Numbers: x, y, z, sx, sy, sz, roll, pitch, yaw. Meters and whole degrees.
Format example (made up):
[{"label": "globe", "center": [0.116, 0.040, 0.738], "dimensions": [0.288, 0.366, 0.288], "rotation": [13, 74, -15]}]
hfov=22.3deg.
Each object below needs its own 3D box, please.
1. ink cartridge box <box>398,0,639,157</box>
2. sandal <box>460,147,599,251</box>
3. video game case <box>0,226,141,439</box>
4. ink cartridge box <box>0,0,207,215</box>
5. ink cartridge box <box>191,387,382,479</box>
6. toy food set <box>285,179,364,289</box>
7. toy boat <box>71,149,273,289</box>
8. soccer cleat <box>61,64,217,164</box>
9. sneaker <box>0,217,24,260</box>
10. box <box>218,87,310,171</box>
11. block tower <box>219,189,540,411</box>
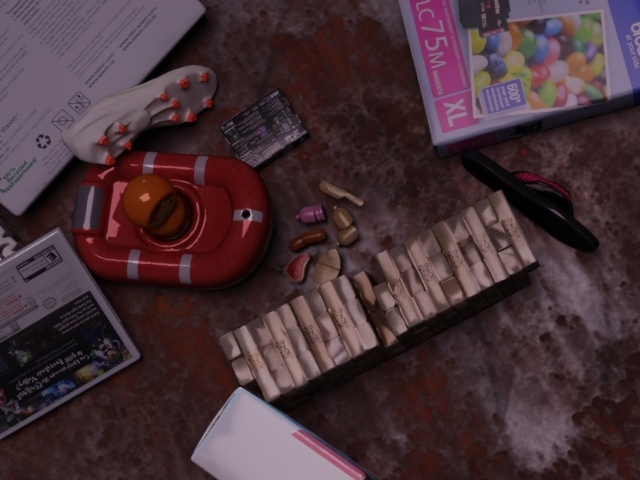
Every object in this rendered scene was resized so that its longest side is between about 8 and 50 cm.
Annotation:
[{"label": "ink cartridge box", "center": [0.254, -0.220, 1.773], "dimensions": [0.311, 0.065, 0.185], "rotation": [-14, 75, 7]}, {"label": "sandal", "center": [0.229, -0.052, 1.739], "dimensions": [0.179, 0.067, 0.040], "rotation": [38, 76, 19]}, {"label": "video game case", "center": [-0.323, 0.104, 1.798], "dimensions": [0.190, 0.022, 0.173], "rotation": [-30, 102, 4]}, {"label": "ink cartridge box", "center": [-0.351, -0.251, 1.805], "dimensions": [0.324, 0.071, 0.330], "rotation": [-47, 112, -1]}, {"label": "ink cartridge box", "center": [-0.022, 0.239, 1.642], "dimensions": [0.158, 0.218, 0.092], "rotation": [34, 87, 17]}, {"label": "toy food set", "center": [0.000, 0.000, 1.798], "dimensions": [0.078, 0.019, 0.122], "rotation": [28, 92, 16]}, {"label": "toy boat", "center": [-0.169, -0.031, 1.769], "dimensions": [0.231, 0.151, 0.151], "rotation": [4, 79, 13]}, {"label": "soccer cleat", "center": [-0.201, -0.149, 1.818], "dimensions": [0.196, 0.068, 0.076], "rotation": [-34, 43, -31]}, {"label": "sneaker", "center": [-0.396, 0.013, 1.845], "dimensions": [0.106, 0.078, 0.234], "rotation": [-45, 75, -3]}, {"label": "box", "center": [-0.063, -0.123, 1.837], "dimensions": [0.083, 0.018, 0.067], "rotation": [-34, 73, 3]}, {"label": "block tower", "center": [0.068, 0.071, 1.729], "dimensions": [0.335, 0.097, 0.091], "rotation": [-28, 74, 6]}]
